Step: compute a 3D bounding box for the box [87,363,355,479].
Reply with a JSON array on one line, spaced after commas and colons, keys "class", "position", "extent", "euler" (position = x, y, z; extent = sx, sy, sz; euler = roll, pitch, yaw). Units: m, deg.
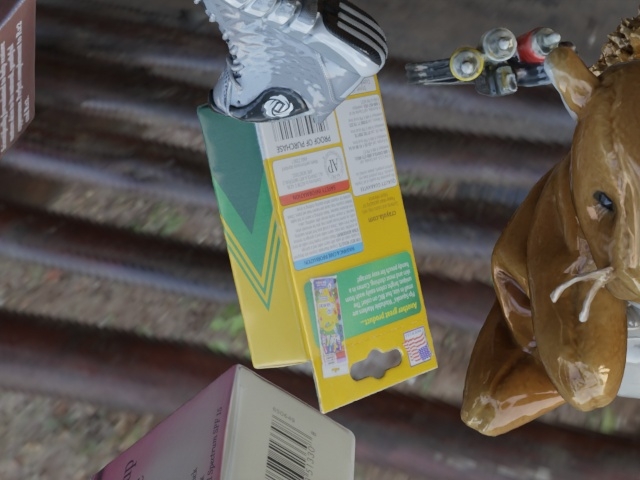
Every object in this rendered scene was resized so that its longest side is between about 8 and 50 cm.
[{"class": "box", "position": [-0.095, 0.230, 1.430], "extent": [0.127, 0.149, 0.232], "euler": [33, 127, -25]}]

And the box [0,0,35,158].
[{"class": "box", "position": [-0.405, -0.193, 1.379], "extent": [0.381, 0.143, 0.191], "euler": [33, 153, 8]}]

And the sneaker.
[{"class": "sneaker", "position": [-0.073, -0.161, 1.409], "extent": [0.228, 0.086, 0.132], "euler": [33, 123, -11]}]

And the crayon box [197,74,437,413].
[{"class": "crayon box", "position": [0.000, 0.000, 1.869], "extent": [0.083, 0.203, 0.323], "euler": [-10, 94, 40]}]

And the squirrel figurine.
[{"class": "squirrel figurine", "position": [0.257, -0.060, 1.343], "extent": [0.281, 0.370, 0.397], "euler": [10, 67, 15]}]

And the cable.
[{"class": "cable", "position": [0.173, -0.194, 1.889], "extent": [0.139, 0.287, 0.072], "euler": [-16, 103, -10]}]
